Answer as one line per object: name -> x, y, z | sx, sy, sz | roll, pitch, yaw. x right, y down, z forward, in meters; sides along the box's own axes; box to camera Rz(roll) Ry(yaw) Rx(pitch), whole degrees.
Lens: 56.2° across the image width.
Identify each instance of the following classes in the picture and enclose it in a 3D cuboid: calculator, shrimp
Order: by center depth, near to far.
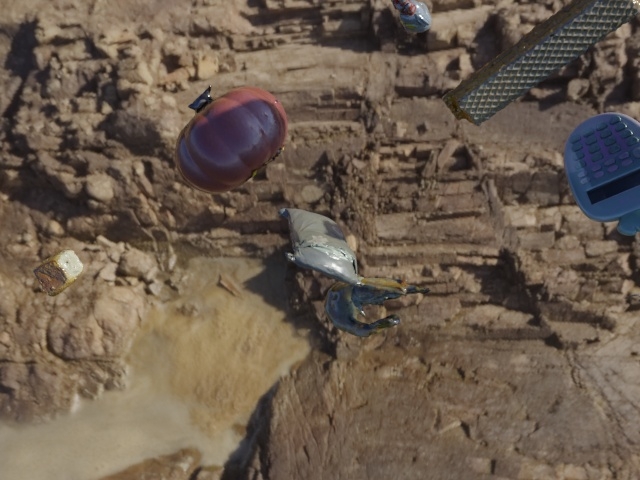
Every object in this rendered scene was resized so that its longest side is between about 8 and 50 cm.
calculator -> 0.618, -0.139, 1.254 | 0.186, 0.041, 0.298 | -27, 57, 27
shrimp -> 0.126, 0.156, 1.413 | 0.255, 0.059, 0.145 | 2, 70, 19

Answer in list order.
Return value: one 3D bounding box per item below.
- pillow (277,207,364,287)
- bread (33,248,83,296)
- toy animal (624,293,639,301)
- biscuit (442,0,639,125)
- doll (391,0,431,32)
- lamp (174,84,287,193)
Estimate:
pillow -> 0.000, 0.000, 1.196 | 0.169, 0.059, 0.255 | 20, 20, -17
bread -> -0.555, 0.069, 1.278 | 0.070, 0.076, 0.083 | -25, 16, 11
toy animal -> 0.798, 0.148, 1.472 | 0.084, 0.028, 0.050 | 2, 19, -6
biscuit -> 0.411, -0.352, 1.136 | 0.379, 0.094, 0.054 | -34, 46, 19
doll -> 0.224, -0.566, 1.484 | 0.094, 0.180, 0.079 | 38, 101, 32
lamp -> -0.135, -0.151, 0.867 | 0.182, 0.182, 0.140 | -46, 104, -22
